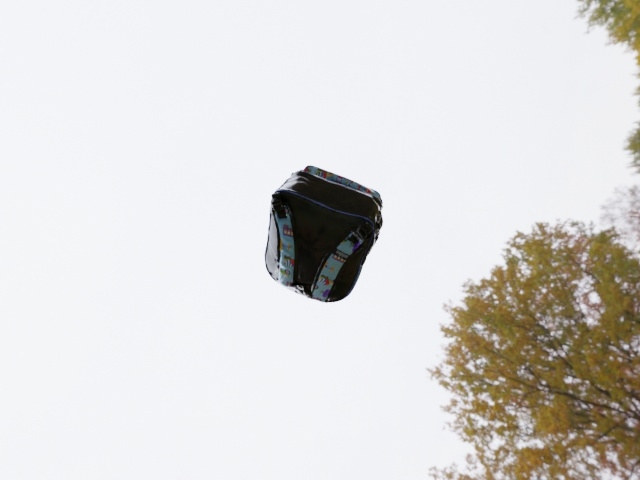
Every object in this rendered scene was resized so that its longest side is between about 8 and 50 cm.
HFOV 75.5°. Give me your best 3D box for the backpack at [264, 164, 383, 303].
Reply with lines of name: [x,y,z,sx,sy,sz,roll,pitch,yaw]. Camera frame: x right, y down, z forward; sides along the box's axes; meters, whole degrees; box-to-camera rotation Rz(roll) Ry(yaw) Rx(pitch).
backpack: [0.000,0.000,0.610,0.117,0.158,0.174,-62,-11,-53]
